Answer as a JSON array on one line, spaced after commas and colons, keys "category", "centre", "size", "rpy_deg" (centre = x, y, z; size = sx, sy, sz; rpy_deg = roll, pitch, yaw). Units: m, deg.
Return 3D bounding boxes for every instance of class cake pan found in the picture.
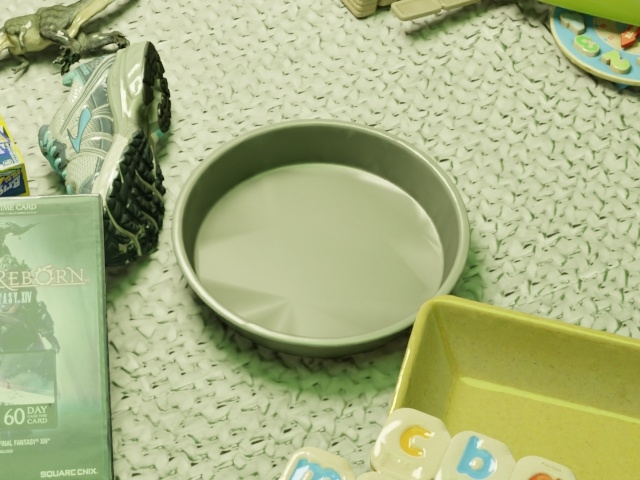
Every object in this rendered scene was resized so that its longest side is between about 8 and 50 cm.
[{"category": "cake pan", "centre": [0.000, 0.000, 1.424], "size": [0.293, 0.054, 0.293], "rpy_deg": [1, 50, -1]}]

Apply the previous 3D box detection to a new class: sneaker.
[{"category": "sneaker", "centre": [-0.227, -0.079, 1.470], "size": [0.122, 0.110, 0.283], "rpy_deg": [-9, 46, 14]}]

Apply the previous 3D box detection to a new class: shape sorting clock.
[{"category": "shape sorting clock", "centre": [0.368, -0.248, 1.654], "size": [0.206, 0.040, 0.206], "rpy_deg": [1, 50, -1]}]

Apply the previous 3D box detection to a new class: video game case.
[{"category": "video game case", "centre": [-0.289, 0.092, 1.289], "size": [0.196, 0.026, 0.274], "rpy_deg": [-2, 72, -8]}]

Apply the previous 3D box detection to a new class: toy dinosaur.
[{"category": "toy dinosaur", "centre": [-0.279, -0.231, 1.607], "size": [0.268, 0.064, 0.118], "rpy_deg": [-28, 50, -27]}]

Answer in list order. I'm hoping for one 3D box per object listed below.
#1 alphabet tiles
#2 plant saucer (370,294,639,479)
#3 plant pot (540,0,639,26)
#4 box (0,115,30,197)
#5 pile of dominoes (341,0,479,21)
[{"category": "alphabet tiles", "centre": [0.083, 0.265, 1.122], "size": [0.284, 0.021, 0.278], "rpy_deg": [19, 52, 14]}, {"category": "plant saucer", "centre": [0.210, 0.227, 1.224], "size": [0.333, 0.081, 0.333], "rpy_deg": [13, 50, 9]}, {"category": "plant pot", "centre": [0.340, -0.402, 1.626], "size": [0.228, 0.207, 0.227], "rpy_deg": [17, 49, 12]}, {"category": "box", "centre": [-0.360, -0.110, 1.503], "size": [0.059, 0.054, 0.169], "rpy_deg": [-20, 53, -18]}, {"category": "pile of dominoes", "centre": [0.131, -0.333, 1.735], "size": [0.251, 0.040, 0.196], "rpy_deg": [-18, 52, -27]}]
